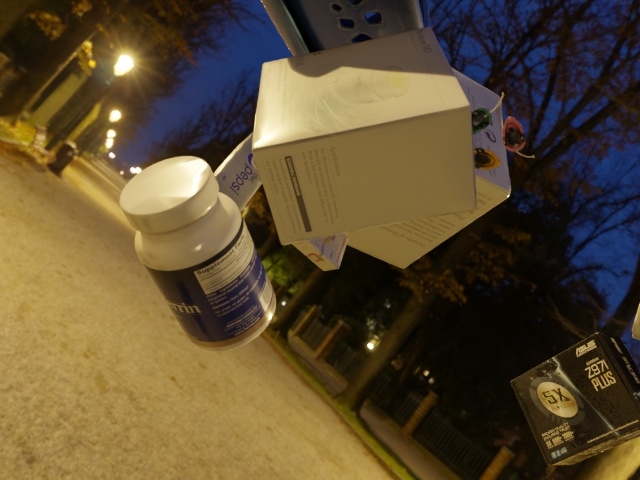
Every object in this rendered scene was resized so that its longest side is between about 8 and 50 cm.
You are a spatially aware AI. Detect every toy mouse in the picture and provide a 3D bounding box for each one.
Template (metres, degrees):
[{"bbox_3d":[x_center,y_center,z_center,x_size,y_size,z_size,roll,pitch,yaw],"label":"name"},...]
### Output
[{"bbox_3d":[0.317,-0.198,1.038,0.161,0.143,0.031,10,3,8],"label":"toy mouse"}]

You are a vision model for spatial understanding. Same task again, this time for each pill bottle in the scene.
[{"bbox_3d":[-0.170,0.023,0.808,0.153,0.153,0.265,32,-30,43],"label":"pill bottle"}]

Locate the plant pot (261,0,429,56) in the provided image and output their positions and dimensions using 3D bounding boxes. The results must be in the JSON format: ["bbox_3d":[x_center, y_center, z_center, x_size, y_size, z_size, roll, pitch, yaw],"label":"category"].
[{"bbox_3d":[0.031,-0.393,0.794,0.212,0.236,0.236,-5,-21,17],"label":"plant pot"}]

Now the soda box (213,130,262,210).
[{"bbox_3d":[-0.203,-0.140,1.339,0.098,0.286,0.091,45,-48,-16],"label":"soda box"}]

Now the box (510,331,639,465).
[{"bbox_3d":[0.422,0.256,0.902,0.077,0.180,0.147,15,46,-36],"label":"box"}]

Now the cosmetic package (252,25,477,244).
[{"bbox_3d":[0.048,-0.132,0.673,0.224,0.224,0.138,-93,171,-50],"label":"cosmetic package"}]

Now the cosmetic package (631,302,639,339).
[{"bbox_3d":[0.671,-0.001,0.906,0.217,0.385,0.156,16,8,31],"label":"cosmetic package"}]

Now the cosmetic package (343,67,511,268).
[{"bbox_3d":[0.197,-0.197,1.387,0.327,0.329,0.393,23,-37,-20],"label":"cosmetic package"}]

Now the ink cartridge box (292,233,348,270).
[{"bbox_3d":[0.000,0.000,1.282,0.052,0.089,0.122,-12,-43,42],"label":"ink cartridge box"}]
